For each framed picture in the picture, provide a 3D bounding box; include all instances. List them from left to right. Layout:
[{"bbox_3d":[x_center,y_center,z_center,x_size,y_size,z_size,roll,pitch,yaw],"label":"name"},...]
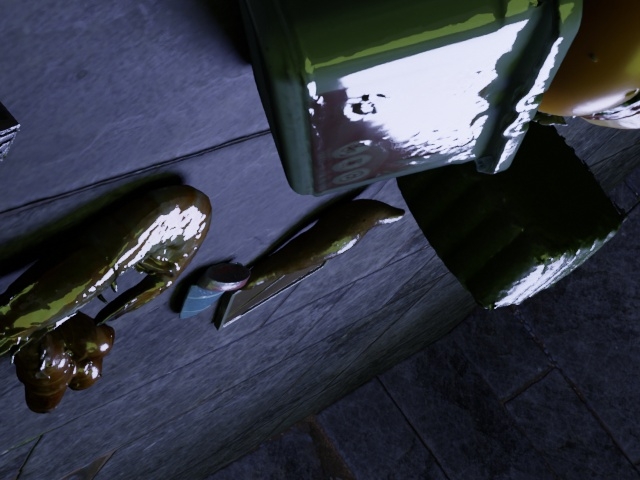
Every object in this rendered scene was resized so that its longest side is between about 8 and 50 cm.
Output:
[{"bbox_3d":[-0.058,0.052,1.431,0.203,0.015,0.150,-30,166,-23],"label":"framed picture"}]

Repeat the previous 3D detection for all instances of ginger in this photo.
[{"bbox_3d":[-0.266,0.115,1.026,0.103,0.073,0.162,-26,158,-26],"label":"ginger"}]

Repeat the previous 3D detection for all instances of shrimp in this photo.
[{"bbox_3d":[-0.218,0.052,0.916,0.296,0.058,0.169,-35,154,-23],"label":"shrimp"}]

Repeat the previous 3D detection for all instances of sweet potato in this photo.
[{"bbox_3d":[-0.001,0.001,1.318,0.250,0.059,0.069,-29,178,-8],"label":"sweet potato"}]

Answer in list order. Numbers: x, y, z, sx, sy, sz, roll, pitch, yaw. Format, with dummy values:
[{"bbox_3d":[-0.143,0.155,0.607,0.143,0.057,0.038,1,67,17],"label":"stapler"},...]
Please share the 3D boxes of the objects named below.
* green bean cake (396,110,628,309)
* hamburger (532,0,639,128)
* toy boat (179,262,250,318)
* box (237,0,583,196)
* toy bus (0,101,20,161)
[{"bbox_3d":[0.245,-0.051,1.327,0.250,0.247,0.156,-21,161,-46],"label":"green bean cake"},{"bbox_3d":[0.213,-0.206,0.796,0.170,0.246,0.246,3,144,-35],"label":"hamburger"},{"bbox_3d":[-0.150,0.075,1.249,0.122,0.034,0.096,-42,159,31],"label":"toy boat"},{"bbox_3d":[0.042,-0.143,0.701,0.183,0.175,0.312,-17,165,-2],"label":"box"},{"bbox_3d":[-0.234,-0.058,0.560,0.131,0.052,0.037,-21,155,-53],"label":"toy bus"}]
